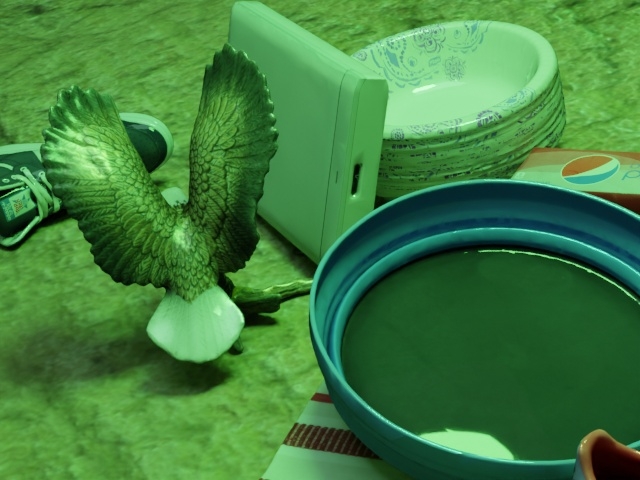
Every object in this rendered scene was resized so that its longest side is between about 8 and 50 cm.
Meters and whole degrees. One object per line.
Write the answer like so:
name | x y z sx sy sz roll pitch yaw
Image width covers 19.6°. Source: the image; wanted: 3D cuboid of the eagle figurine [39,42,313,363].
eagle figurine | -0.153 -0.034 1.999 0.225 0.298 0.226 16 41 41

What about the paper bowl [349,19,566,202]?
paper bowl | 0.150 -0.137 2.195 0.284 0.148 0.284 -10 29 6

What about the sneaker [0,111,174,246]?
sneaker | -0.329 -0.075 2.344 0.282 0.099 0.153 -12 24 18

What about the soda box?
soda box | 0.341 -0.040 2.014 0.263 0.083 0.092 4 34 30

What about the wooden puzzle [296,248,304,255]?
wooden puzzle | 0.000 0.000 2.169 0.049 0.006 0.083 -6 30 14

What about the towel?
towel | 0.067 0.221 1.739 0.237 0.037 0.329 5 36 26

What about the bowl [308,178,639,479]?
bowl | 0.183 0.093 1.765 0.391 0.077 0.391 1 41 -1

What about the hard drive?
hard drive | -0.029 -0.125 2.158 0.047 0.233 0.353 -3 21 -25

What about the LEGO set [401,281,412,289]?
LEGO set | 0.151 0.037 1.955 0.227 0.087 0.093 -37 22 -35

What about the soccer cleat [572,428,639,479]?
soccer cleat | 0.332 0.248 1.492 0.109 0.116 0.318 -35 35 -32
